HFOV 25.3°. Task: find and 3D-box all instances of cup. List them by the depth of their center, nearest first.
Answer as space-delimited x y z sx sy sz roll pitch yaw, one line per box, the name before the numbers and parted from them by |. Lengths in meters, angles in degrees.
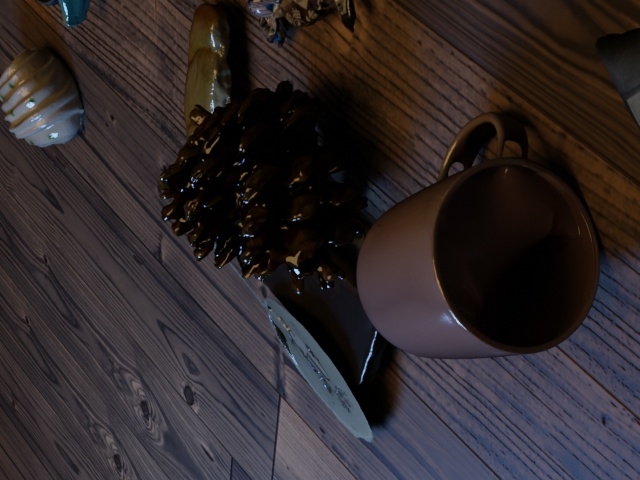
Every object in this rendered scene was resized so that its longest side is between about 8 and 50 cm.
cup | 0.152 -0.002 1.464 0.200 0.191 0.253 162 116 -64

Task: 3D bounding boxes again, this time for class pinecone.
pinecone | -0.058 -0.066 1.704 0.257 0.243 0.243 29 154 -15

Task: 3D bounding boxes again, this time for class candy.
candy | -0.016 -0.276 1.668 0.226 0.051 0.094 -6 115 61

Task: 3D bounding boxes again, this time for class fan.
fan | -0.055 0.109 1.938 0.415 0.012 0.233 50 164 17

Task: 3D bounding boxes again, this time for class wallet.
wallet | -0.012 0.040 1.849 0.309 0.042 0.165 49 145 30

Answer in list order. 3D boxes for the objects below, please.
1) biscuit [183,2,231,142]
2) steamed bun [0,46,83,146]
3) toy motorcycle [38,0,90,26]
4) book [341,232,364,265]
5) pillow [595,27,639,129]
biscuit | -0.152 -0.179 1.923 0.154 0.045 0.299 -133 39 -60
steamed bun | -0.483 -0.236 2.402 0.183 0.106 0.183 35 137 41
toy motorcycle | -0.375 -0.457 2.095 0.198 0.109 0.296 40 139 24
book | 0.000 0.000 1.860 0.172 0.012 0.118 38 138 41
pillow | 0.337 -0.085 1.155 0.250 0.106 0.186 63 151 -1
